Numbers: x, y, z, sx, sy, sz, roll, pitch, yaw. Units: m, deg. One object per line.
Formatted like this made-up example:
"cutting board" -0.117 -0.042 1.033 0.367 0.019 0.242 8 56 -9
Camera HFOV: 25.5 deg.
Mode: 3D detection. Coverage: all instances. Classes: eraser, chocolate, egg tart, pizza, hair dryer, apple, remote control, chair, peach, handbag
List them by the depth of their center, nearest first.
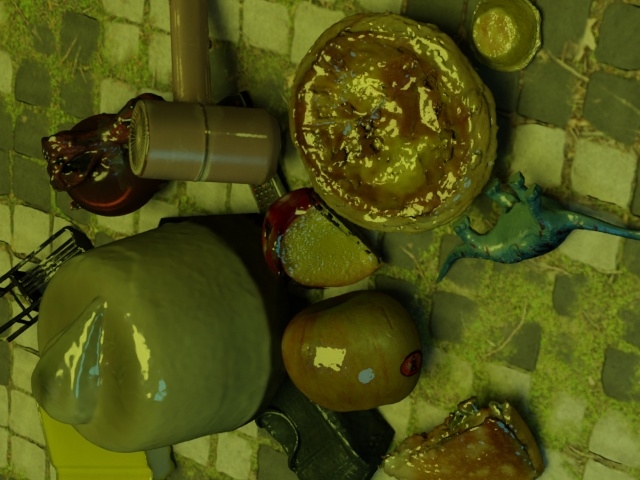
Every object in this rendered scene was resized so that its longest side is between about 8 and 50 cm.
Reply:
"egg tart" 0.219 -0.253 1.716 0.105 0.039 0.105 11 110 32
"egg tart" 0.099 -0.152 1.781 0.290 0.115 0.290 9 109 29
"apple" 0.045 0.151 1.875 0.182 0.182 0.155 -11 103 35
"peach" -0.002 -0.004 1.882 0.127 0.172 0.092 -67 30 17
"pizza" 0.198 0.286 1.889 0.147 0.069 0.226 43 130 -12
"hair dryer" -0.158 -0.244 1.899 0.107 0.189 0.344 141 129 -64
"chocolate" -0.238 0.123 1.935 0.314 0.297 0.326 1 90 44
"remote control" -0.086 -0.106 1.970 0.059 0.028 0.212 -20 93 39
"handbag" -0.015 0.257 2.012 0.270 0.089 0.175 52 133 9
"chair" -0.443 0.066 2.239 0.212 0.101 0.084 -38 82 -2
"eraser" -0.342 0.309 2.244 0.226 0.069 0.158 -6 103 35

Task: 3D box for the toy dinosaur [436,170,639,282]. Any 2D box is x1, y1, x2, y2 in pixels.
"toy dinosaur" 0.247 -0.022 1.746 0.329 0.076 0.144 -14 129 35

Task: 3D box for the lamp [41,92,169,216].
"lamp" -0.289 -0.113 2.014 0.215 0.223 0.151 -27 96 3
